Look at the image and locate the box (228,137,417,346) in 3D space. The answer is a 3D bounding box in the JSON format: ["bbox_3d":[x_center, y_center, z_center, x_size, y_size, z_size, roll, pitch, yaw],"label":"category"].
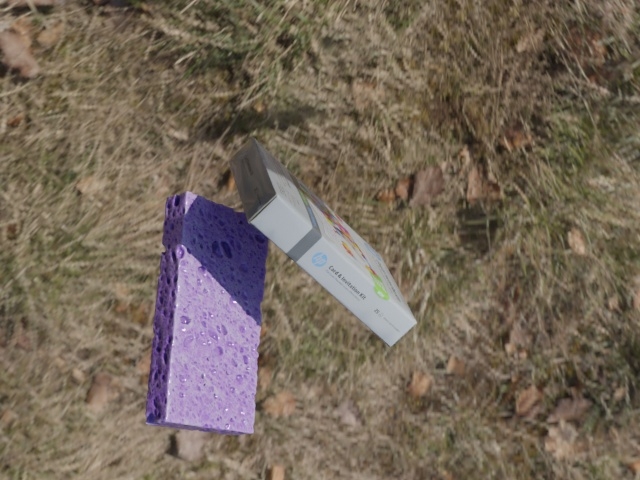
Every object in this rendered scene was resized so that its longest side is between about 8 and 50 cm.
[{"bbox_3d":[0.000,0.000,0.973,0.038,0.145,0.186,-42,115,9],"label":"box"}]

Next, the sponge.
[{"bbox_3d":[-0.101,0.070,0.979,0.031,0.117,0.210,-10,70,37],"label":"sponge"}]
